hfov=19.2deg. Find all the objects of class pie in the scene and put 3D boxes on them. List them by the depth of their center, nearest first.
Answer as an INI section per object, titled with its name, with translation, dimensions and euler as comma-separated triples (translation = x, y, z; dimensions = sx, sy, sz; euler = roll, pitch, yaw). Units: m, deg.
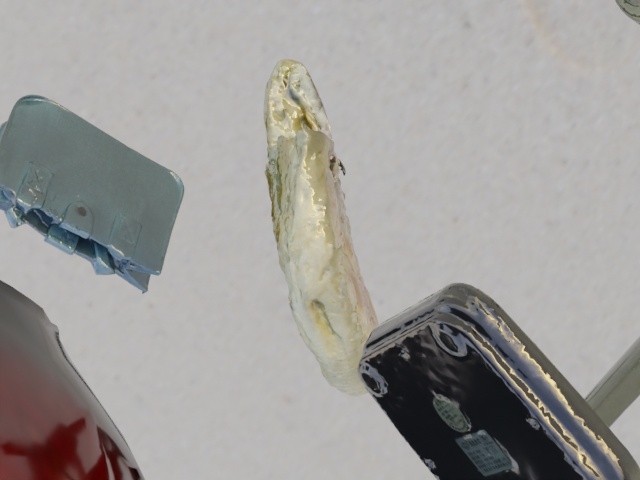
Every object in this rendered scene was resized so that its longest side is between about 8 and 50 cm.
[pie]
translation = 0.000, 0.000, 1.757
dimensions = 0.075, 0.337, 0.337
euler = -13, 121, 2

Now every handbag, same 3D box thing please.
[handbag]
translation = -0.271, -0.052, 2.156
dimensions = 0.229, 0.179, 0.062
euler = 31, 129, -18

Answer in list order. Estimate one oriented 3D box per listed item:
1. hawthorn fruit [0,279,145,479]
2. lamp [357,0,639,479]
[hawthorn fruit]
translation = -0.189, 0.139, 0.608
dimensions = 0.316, 0.316, 0.316
euler = 18, 131, 21
[lamp]
translation = 0.144, -0.022, 0.752
dimensions = 0.124, 0.283, 0.203
euler = 35, 158, -8
